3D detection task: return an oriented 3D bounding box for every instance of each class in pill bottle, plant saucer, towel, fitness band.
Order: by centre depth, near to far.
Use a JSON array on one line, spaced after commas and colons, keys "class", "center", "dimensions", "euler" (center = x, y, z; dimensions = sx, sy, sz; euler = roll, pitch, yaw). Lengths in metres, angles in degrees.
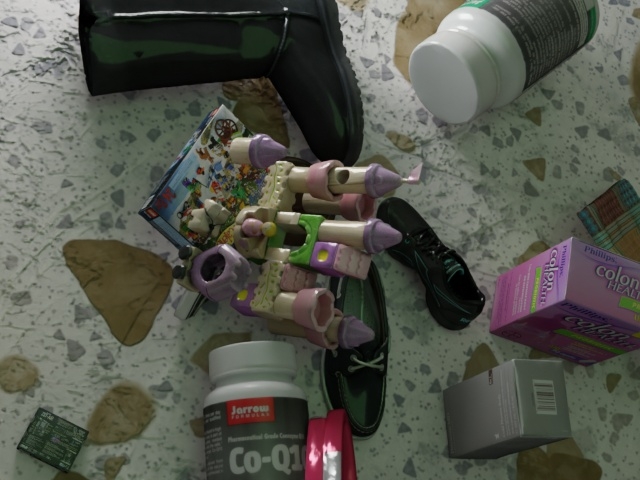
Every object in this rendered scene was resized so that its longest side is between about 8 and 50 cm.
[{"class": "fitness band", "center": [0.020, 0.384, 1.480], "dimensions": [0.054, 0.209, 0.291], "euler": [-6, 34, 7]}, {"class": "pill bottle", "center": [-0.094, 0.303, 1.508], "dimensions": [0.161, 0.161, 0.283], "euler": [2, 71, -22]}, {"class": "plant saucer", "center": [-0.046, -0.073, 1.739], "dimensions": [0.168, 0.029, 0.169], "euler": [7, 69, -19]}, {"class": "towel", "center": [0.641, 0.063, 1.904], "dimensions": [0.370, 0.040, 0.271], "euler": [56, 35, 4]}, {"class": "pill bottle", "center": [0.349, -0.378, 1.910], "dimensions": [0.361, 0.204, 0.204], "euler": [-37, 88, -29]}]

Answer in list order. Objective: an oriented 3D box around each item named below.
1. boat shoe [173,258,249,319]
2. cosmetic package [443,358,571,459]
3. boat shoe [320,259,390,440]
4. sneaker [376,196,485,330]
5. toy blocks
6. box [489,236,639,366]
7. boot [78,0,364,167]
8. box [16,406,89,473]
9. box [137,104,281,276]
[{"class": "boat shoe", "center": [-0.154, 0.051, 1.622], "dimensions": [0.070, 0.078, 0.219], "euler": [38, 60, -5]}, {"class": "cosmetic package", "center": [0.299, 0.279, 1.636], "dimensions": [0.107, 0.238, 0.127], "euler": [6, 67, -23]}, {"class": "boat shoe", "center": [0.061, 0.173, 1.657], "dimensions": [0.114, 0.091, 0.303], "euler": [-2, 72, -22]}, {"class": "sneaker", "center": [0.201, 0.028, 1.761], "dimensions": [0.101, 0.106, 0.267], "euler": [-33, 85, -27]}, {"class": "toy blocks", "center": [0.000, 0.000, 1.512], "dimensions": [0.309, 0.260, 0.289], "euler": [37, 63, -52]}, {"class": "box", "center": [0.453, 0.114, 1.753], "dimensions": [0.213, 0.243, 0.117], "euler": [20, 65, -15]}, {"class": "boot", "center": [-0.172, -0.283, 1.695], "dimensions": [0.445, 0.146, 0.367], "euler": [-3, 67, -25]}, {"class": "box", "center": [-0.392, 0.293, 1.471], "dimensions": [0.083, 0.018, 0.067], "euler": [29, 63, -11]}, {"class": "box", "center": [-0.163, -0.079, 1.585], "dimensions": [0.159, 0.044, 0.233], "euler": [43, 55, -21]}]
